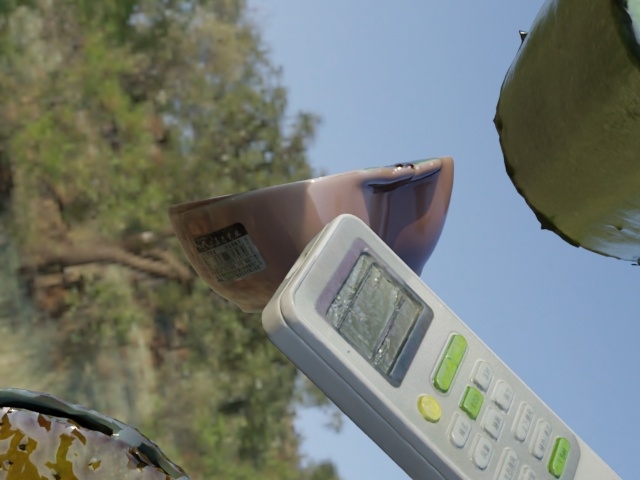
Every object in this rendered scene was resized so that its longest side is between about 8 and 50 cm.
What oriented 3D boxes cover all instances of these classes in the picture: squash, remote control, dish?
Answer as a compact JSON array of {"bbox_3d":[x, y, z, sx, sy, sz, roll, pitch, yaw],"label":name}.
[{"bbox_3d":[0.295,-0.137,1.076,0.384,0.263,0.263,109,-30,-78],"label":"squash"},{"bbox_3d":[0.077,0.098,0.766,0.034,0.250,0.103,-39,-170,37],"label":"remote control"},{"bbox_3d":[0.000,0.000,1.001,0.213,0.213,0.091,-179,-101,-79],"label":"dish"}]

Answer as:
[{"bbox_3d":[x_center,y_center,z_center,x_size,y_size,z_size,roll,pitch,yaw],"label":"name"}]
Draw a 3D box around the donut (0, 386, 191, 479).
[{"bbox_3d":[-0.189,0.207,0.778,0.107,0.272,0.272,175,-95,-71],"label":"donut"}]
